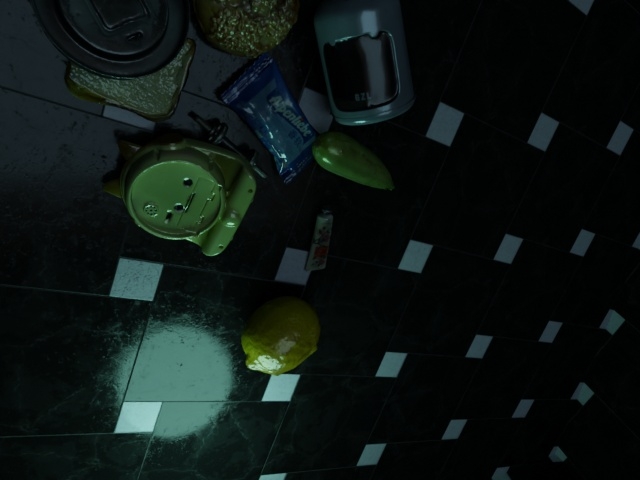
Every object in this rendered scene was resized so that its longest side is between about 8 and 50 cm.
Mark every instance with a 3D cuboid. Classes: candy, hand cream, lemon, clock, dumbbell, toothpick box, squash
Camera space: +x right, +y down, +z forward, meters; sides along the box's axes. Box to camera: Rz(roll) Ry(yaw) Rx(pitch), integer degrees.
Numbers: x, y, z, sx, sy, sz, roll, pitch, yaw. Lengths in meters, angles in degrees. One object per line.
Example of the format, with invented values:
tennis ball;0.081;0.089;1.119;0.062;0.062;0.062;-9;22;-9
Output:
candy;-0.121;-0.331;1.310;0.187;0.077;0.331;-46;128;-10
hand cream;0.000;0.000;1.548;0.080;0.050;0.234;-6;121;-30
lemon;-0.128;0.304;1.509;0.288;0.233;0.233;-43;126;-18
clock;-0.434;-0.498;0.985;0.313;0.061;0.312;-5;101;-29
dumbbell;-0.240;-0.252;1.277;0.081;0.081;0.254;-50;124;1
clock;-0.365;-0.124;1.211;0.348;0.117;0.286;18;118;-27
toothpick box;0.114;-0.520;1.261;0.263;0.263;0.354;-25;121;-16
squash;0.117;-0.239;1.447;0.371;0.118;0.118;16;104;-44

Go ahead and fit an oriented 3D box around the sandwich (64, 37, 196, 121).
sandwich;-0.440;-0.410;1.090;0.251;0.087;0.226;14;93;-32

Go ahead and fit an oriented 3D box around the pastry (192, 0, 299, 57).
pastry;-0.172;-0.596;1.106;0.255;0.162;0.310;-14;117;-20
